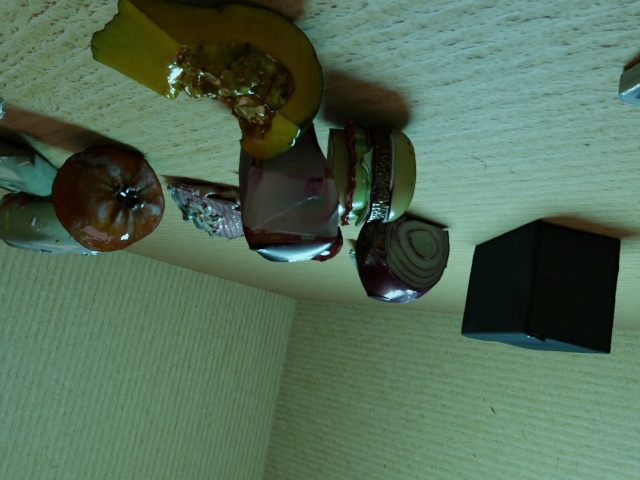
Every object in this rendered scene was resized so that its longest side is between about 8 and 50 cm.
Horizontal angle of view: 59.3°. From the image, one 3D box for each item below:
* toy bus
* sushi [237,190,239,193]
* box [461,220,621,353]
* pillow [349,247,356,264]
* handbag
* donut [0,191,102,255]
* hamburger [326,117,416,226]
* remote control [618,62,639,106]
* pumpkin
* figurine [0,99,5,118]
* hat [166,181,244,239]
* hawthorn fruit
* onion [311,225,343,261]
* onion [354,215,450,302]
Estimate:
[{"bbox_3d":[-0.055,-0.086,0.829,0.127,0.147,0.303,0,-153,-9],"label":"toy bus"},{"bbox_3d":[-0.139,-0.109,1.282,0.099,0.050,0.047,27,156,-35],"label":"sushi"},{"bbox_3d":[0.507,0.123,1.331,0.204,0.251,0.345,12,170,-6],"label":"box"},{"bbox_3d":[0.163,0.060,1.766,0.134,0.078,0.181,11,172,12],"label":"pillow"},{"bbox_3d":[-0.777,-0.182,1.363,0.253,0.109,0.316,16,174,-7],"label":"handbag"},{"bbox_3d":[-0.728,-0.064,1.612,0.382,0.142,0.382,8,-170,-1],"label":"donut"},{"bbox_3d":[0.077,-0.101,0.859,0.137,0.175,0.175,1,169,-1],"label":"hamburger"},{"bbox_3d":[0.452,-0.150,0.595,0.250,0.034,0.103,13,168,-11],"label":"remote control"},{"bbox_3d":[-0.116,-0.208,0.645,0.248,0.126,0.131,32,156,-17],"label":"pumpkin"},{"bbox_3d":[-0.685,-0.229,1.076,0.137,0.112,0.229,26,152,-37],"label":"figurine"},{"bbox_3d":[-0.268,-0.061,1.488,0.237,0.107,0.286,20,164,5],"label":"hat"},{"bbox_3d":[-0.493,-0.095,1.265,0.242,0.242,0.271,21,167,-42],"label":"hawthorn fruit"},{"bbox_3d":[0.000,0.000,1.512,0.131,0.131,0.131,10,168,2],"label":"onion"},{"bbox_3d":[0.182,0.054,1.390,0.216,0.206,0.207,16,167,-21],"label":"onion"}]
